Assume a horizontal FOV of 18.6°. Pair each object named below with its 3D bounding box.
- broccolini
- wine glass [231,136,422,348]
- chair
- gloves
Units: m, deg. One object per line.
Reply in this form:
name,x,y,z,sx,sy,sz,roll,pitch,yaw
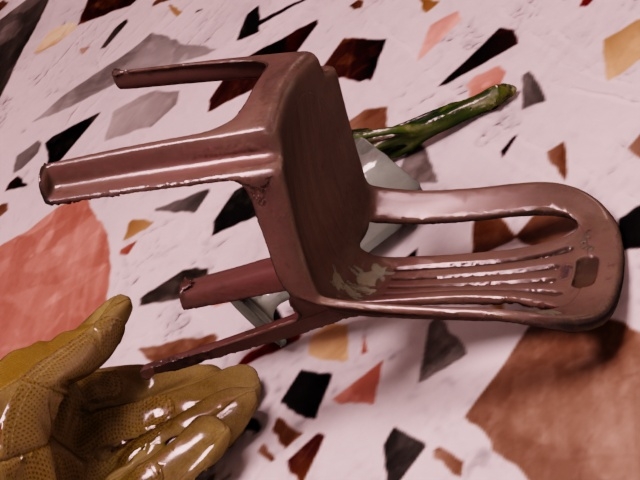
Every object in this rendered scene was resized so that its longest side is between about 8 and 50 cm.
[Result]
broccolini,0.052,-0.090,1.514,0.201,0.058,0.074,-29,39,18
wine glass,0.000,0.000,1.437,0.155,0.073,0.073,-44,31,-9
chair,0.016,-0.026,1.267,0.326,0.183,0.175,-9,27,19
gloves,-0.180,0.144,1.328,0.154,0.331,0.141,44,123,23
